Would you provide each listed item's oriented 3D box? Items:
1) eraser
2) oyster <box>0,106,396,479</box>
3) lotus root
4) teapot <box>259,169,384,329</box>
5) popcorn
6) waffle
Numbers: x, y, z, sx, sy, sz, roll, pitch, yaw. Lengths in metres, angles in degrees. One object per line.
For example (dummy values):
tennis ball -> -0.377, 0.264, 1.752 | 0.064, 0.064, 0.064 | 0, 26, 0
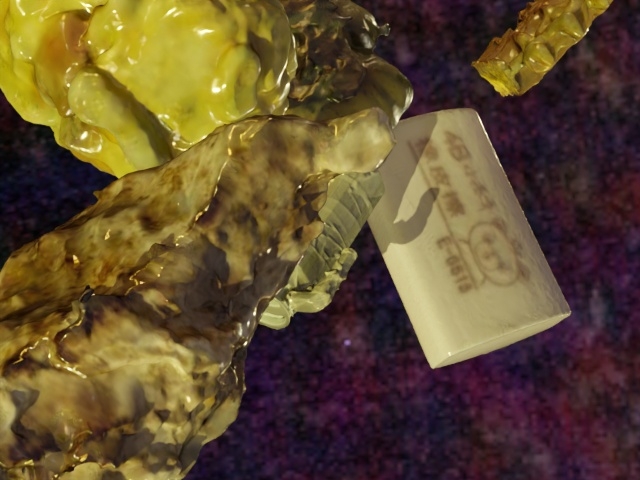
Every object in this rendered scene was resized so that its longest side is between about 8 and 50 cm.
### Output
eraser -> 0.150, -0.007, 1.441 | 0.174, 0.095, 0.270 | -15, 72, -27
oyster -> -0.139, 0.041, 0.748 | 0.396, 0.204, 0.111 | -49, 139, -25
lotus root -> -0.011, -0.156, 1.157 | 0.203, 0.183, 0.078 | -53, 170, -23
teapot -> 0.000, 0.000, 1.301 | 0.200, 0.107, 0.077 | -56, 140, -31
popcorn -> -0.133, -0.139, 0.936 | 0.217, 0.235, 0.181 | -55, 158, -32
waffle -> 0.261, -0.245, 1.332 | 0.057, 0.219, 0.229 | 43, 4, -5
